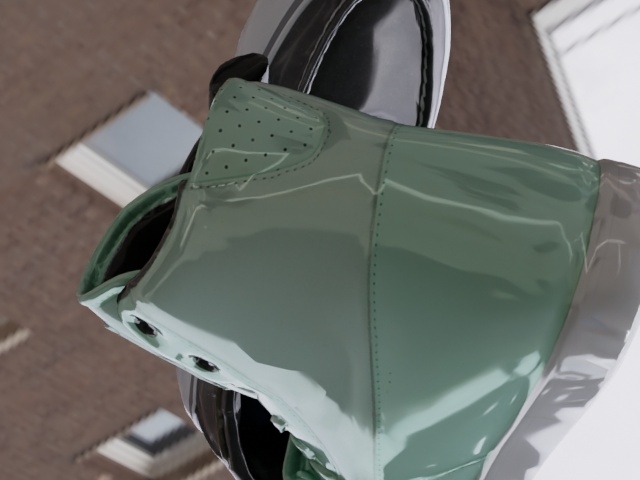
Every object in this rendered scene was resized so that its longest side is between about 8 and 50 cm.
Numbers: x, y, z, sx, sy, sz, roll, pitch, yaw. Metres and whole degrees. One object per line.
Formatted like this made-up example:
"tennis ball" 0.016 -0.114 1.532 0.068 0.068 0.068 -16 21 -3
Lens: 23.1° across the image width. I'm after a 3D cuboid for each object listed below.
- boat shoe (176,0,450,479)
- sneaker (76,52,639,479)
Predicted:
"boat shoe" 0.000 0.000 0.564 0.076 0.080 0.229 60 -42 47
"sneaker" -0.003 0.044 0.507 0.256 0.151 0.094 108 1 -49
